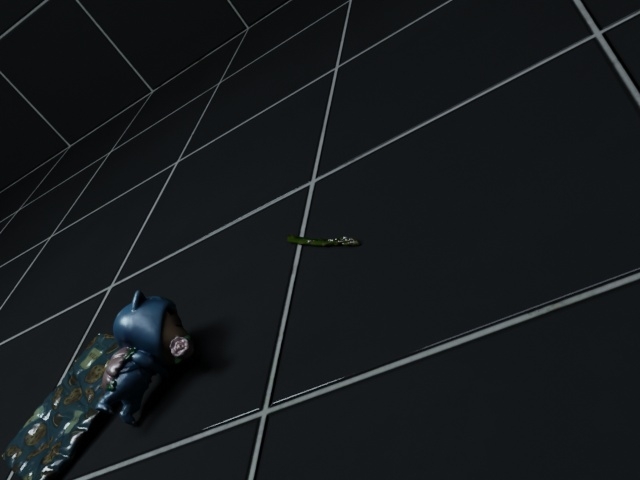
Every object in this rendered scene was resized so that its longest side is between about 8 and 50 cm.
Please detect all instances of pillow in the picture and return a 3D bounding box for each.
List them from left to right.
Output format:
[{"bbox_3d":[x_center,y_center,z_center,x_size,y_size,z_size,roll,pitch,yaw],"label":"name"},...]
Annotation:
[{"bbox_3d":[-0.374,0.249,1.035,0.189,0.034,0.256,-1,45,50],"label":"pillow"}]

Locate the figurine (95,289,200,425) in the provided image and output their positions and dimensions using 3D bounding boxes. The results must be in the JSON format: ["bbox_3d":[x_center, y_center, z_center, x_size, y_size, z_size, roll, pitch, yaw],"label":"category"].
[{"bbox_3d":[-0.231,0.165,0.936,0.144,0.114,0.178,9,62,19],"label":"figurine"}]

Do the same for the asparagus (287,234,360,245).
[{"bbox_3d":[0.000,0.000,0.984,0.016,0.016,0.162,-32,20,-32],"label":"asparagus"}]
